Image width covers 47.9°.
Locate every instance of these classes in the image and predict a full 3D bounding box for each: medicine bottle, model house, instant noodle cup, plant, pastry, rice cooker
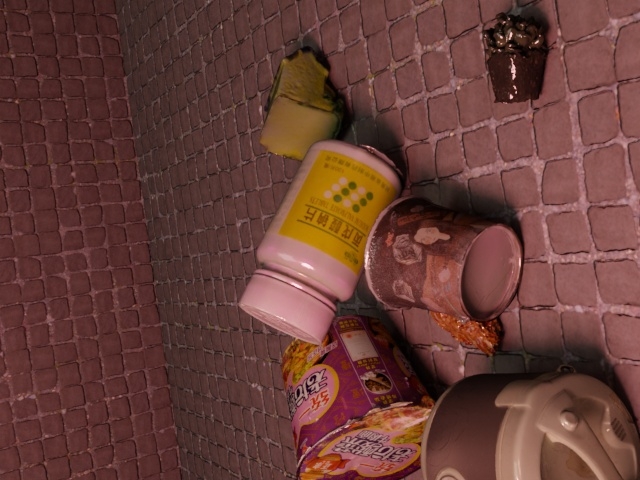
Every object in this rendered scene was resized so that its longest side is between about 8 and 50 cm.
[{"bbox_3d":[0.000,0.000,1.447,0.214,0.214,0.378,3,64,58],"label":"medicine bottle"},{"bbox_3d":[-0.039,-0.322,1.694,0.194,0.170,0.211,116,163,-52],"label":"model house"},{"bbox_3d":[0.075,0.328,1.491,0.265,0.340,0.339,-112,33,-40],"label":"instant noodle cup"},{"bbox_3d":[0.310,-0.292,1.152,0.092,0.095,0.143,-152,54,-65],"label":"plant"},{"bbox_3d":[0.222,0.038,1.270,0.207,0.218,0.217,15,110,49],"label":"instant noodle cup"},{"bbox_3d":[0.275,0.149,1.336,0.169,0.063,0.087,28,151,50],"label":"pastry"},{"bbox_3d":[0.325,0.342,1.104,0.277,0.289,0.288,-16,83,57],"label":"rice cooker"}]
